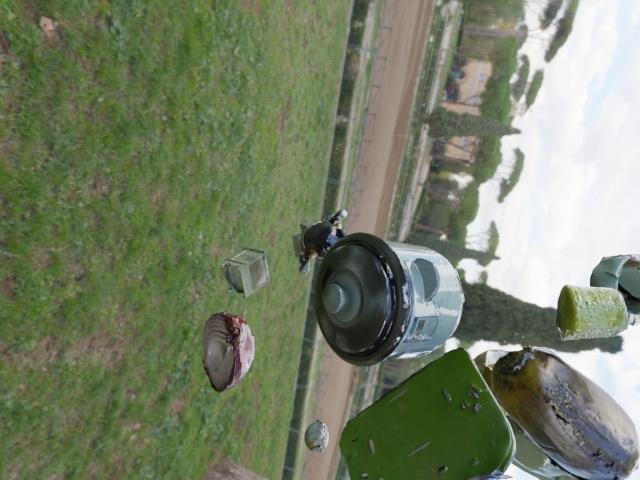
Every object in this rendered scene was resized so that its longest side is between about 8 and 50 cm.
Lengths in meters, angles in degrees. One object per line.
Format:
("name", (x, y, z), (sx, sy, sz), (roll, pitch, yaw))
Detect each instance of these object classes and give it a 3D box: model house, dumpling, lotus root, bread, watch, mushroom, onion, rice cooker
("model house", (0.198, 0.356, 0.748), (0.294, 0.154, 0.207), (-41, -146, 16))
("dumpling", (0.621, 0.524, 1.163), (0.211, 0.270, 0.320), (-58, 161, -15))
("lotus root", (0.529, 0.377, 0.949), (0.179, 0.397, 0.196), (-50, -172, -27))
("bread", (0.547, 0.147, 0.910), (0.129, 0.115, 0.111), (54, 38, -67))
("watch", (0.981, 0.172, 1.439), (0.241, 0.253, 0.162), (-51, -161, -29))
("mushroom", (0.626, 0.509, 1.549), (0.189, 0.254, 0.195), (116, -8, -50))
("lotus root", (-0.014, 0.707, 1.617), (0.165, 0.088, 0.088), (-90, -170, -78))
("onion", (-0.253, 0.312, 1.295), (0.283, 0.120, 0.226), (-42, -123, 51))
("rice cooker", (0.132, 0.121, 0.927), (0.316, 0.317, 0.264), (63, 18, -73))

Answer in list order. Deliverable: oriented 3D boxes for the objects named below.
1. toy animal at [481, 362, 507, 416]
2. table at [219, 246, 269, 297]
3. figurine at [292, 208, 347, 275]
("toy animal", (0.541, 0.467, 1.382), (0.229, 0.156, 0.156), (-49, 165, -4))
("table", (-0.165, 0.069, 0.964), (0.083, 0.063, 0.079), (-39, 130, -48))
("figurine", (-0.003, 0.002, 1.755), (0.308, 0.143, 0.308), (-46, -147, 43))
